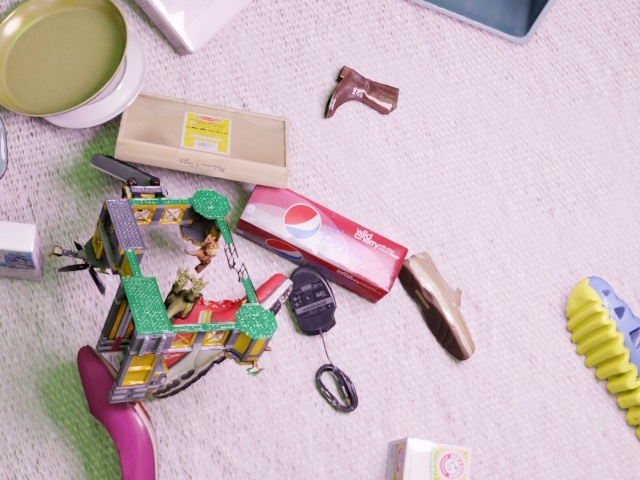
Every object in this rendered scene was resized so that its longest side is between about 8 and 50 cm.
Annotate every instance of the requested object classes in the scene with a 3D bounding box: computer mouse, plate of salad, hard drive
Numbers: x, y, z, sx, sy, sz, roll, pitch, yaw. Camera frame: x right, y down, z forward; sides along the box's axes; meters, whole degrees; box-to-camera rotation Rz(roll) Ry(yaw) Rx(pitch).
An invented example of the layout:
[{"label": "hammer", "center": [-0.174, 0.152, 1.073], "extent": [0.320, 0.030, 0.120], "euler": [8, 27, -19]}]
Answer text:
[{"label": "computer mouse", "center": [0.008, 0.156, 1.676], "extent": [0.071, 0.041, 0.242], "euler": [-17, 88, 8]}, {"label": "plate of salad", "center": [-0.367, -0.260, 1.685], "extent": [0.200, 0.048, 0.200], "euler": [-4, 65, 9]}, {"label": "hard drive", "center": [-0.299, -0.105, 1.627], "extent": [0.094, 0.135, 0.022], "euler": [25, 92, -4]}]

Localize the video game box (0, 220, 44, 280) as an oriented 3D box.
[{"label": "video game box", "center": [-0.512, 0.009, 1.533], "extent": [0.205, 0.187, 0.048], "euler": [6, 76, -10]}]

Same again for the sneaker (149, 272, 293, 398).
[{"label": "sneaker", "center": [-0.169, 0.121, 1.612], "extent": [0.279, 0.107, 0.118], "euler": [-34, 77, -12]}]

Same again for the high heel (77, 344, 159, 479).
[{"label": "high heel", "center": [-0.305, 0.345, 1.530], "extent": [0.181, 0.127, 0.377], "euler": [-30, 79, -9]}]

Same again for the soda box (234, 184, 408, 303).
[{"label": "soda box", "center": [0.000, 0.000, 1.680], "extent": [0.263, 0.092, 0.083], "euler": [26, 71, -4]}]

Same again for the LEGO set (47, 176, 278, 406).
[{"label": "LEGO set", "center": [-0.221, 0.090, 1.522], "extent": [0.255, 0.192, 0.331], "euler": [-9, 55, -35]}]

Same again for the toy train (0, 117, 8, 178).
[{"label": "toy train", "center": [-0.542, -0.119, 1.490], "extent": [0.190, 0.334, 0.142], "euler": [-5, 91, -19]}]

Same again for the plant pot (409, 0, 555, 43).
[{"label": "plant pot", "center": [0.308, -0.538, 1.797], "extent": [0.247, 0.248, 0.252], "euler": [21, 58, -5]}]

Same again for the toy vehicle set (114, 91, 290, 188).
[{"label": "toy vehicle set", "center": [-0.181, -0.161, 1.662], "extent": [0.267, 0.035, 0.166], "euler": [10, 34, -8]}]

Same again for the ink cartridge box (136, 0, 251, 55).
[{"label": "ink cartridge box", "center": [-0.196, -0.496, 1.725], "extent": [0.296, 0.066, 0.261], "euler": [-46, 113, -17]}]

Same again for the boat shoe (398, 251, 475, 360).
[{"label": "boat shoe", "center": [0.204, 0.101, 1.712], "extent": [0.072, 0.068, 0.190], "euler": [-27, 83, -27]}]

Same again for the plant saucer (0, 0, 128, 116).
[{"label": "plant saucer", "center": [-0.410, -0.290, 1.660], "extent": [0.241, 0.037, 0.241], "euler": [-5, 65, 10]}]

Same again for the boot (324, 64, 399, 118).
[{"label": "boot", "center": [0.073, -0.230, 1.781], "extent": [0.114, 0.037, 0.106], "euler": [25, 76, -9]}]

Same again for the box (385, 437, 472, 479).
[{"label": "box", "center": [0.156, 0.407, 1.602], "extent": [0.103, 0.114, 0.203], "euler": [10, 74, -9]}]

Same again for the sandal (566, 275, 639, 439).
[{"label": "sandal", "center": [0.522, 0.189, 1.727], "extent": [0.138, 0.126, 0.317], "euler": [-34, 93, -20]}]
